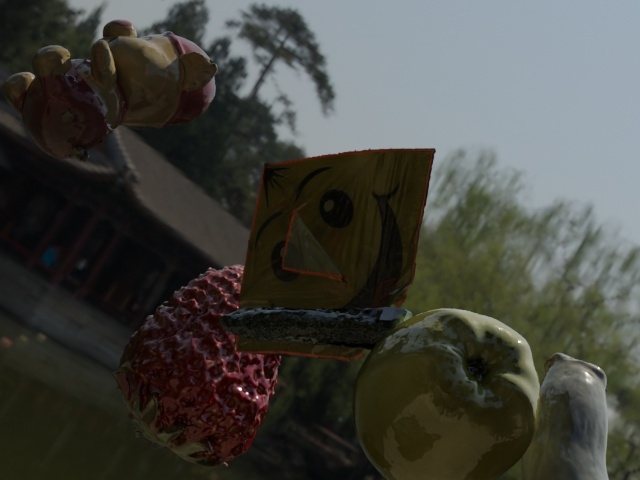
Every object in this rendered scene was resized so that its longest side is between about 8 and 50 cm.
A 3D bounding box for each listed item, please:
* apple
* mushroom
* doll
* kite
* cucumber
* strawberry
[{"bbox_3d":[0.125,0.160,1.124,0.200,0.200,0.200,31,-7,5],"label":"apple"},{"bbox_3d":[0.267,0.264,1.185,0.109,0.351,0.097,5,-42,-1],"label":"mushroom"},{"bbox_3d":[-0.265,-0.202,1.452,0.256,0.152,0.196,-17,33,-32],"label":"doll"},{"bbox_3d":[0.001,0.001,1.445,0.013,0.377,0.327,24,22,-48],"label":"kite"},{"bbox_3d":[-0.010,0.098,1.278,0.257,0.043,0.044,-1,-60,35],"label":"cucumber"},{"bbox_3d":[-0.172,0.204,1.882,0.292,0.343,0.292,36,-20,15],"label":"strawberry"}]
